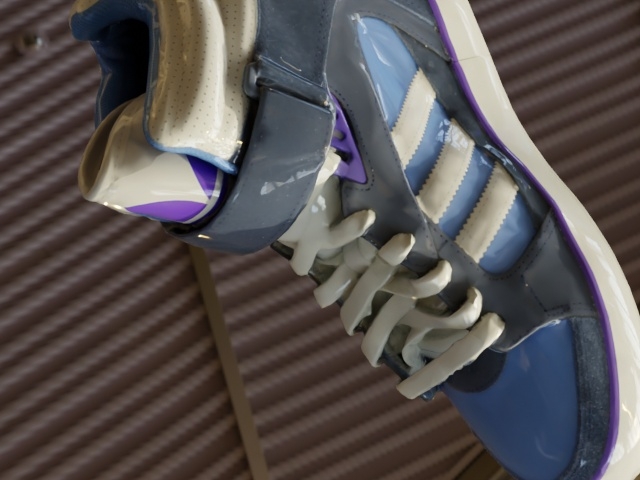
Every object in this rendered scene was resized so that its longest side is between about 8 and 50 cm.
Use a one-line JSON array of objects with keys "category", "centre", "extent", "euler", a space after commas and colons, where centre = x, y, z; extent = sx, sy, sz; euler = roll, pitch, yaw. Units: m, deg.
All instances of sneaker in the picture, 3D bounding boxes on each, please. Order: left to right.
[{"category": "sneaker", "centre": [0.000, -0.001, 0.710], "extent": [0.236, 0.130, 0.323], "euler": [-14, -105, -37]}]
